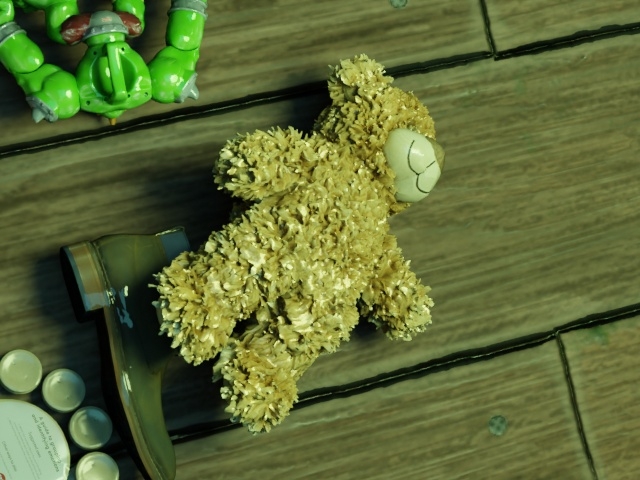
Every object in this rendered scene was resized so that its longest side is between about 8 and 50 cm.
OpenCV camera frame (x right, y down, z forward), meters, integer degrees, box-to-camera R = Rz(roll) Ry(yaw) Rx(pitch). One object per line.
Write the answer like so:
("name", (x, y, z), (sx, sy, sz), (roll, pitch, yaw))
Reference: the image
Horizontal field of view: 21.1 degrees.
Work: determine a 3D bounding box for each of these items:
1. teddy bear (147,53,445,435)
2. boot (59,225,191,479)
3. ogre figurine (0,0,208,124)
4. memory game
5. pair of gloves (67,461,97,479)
("teddy bear", (0.000, 0.000, 1.427), (0.338, 0.113, 0.245), (-33, 101, -32))
("boot", (-0.132, 0.094, 1.421), (0.106, 0.082, 0.219), (-18, 90, -18))
("ogre figurine", (-0.182, -0.161, 1.419), (0.197, 0.097, 0.118), (-5, 75, -31))
("memory game", (-0.254, 0.176, 1.385), (0.186, 0.012, 0.186), (7, 68, -17))
("pair of gloves", (-0.231, 0.321, 1.387), (0.204, 0.042, 0.240), (-19, 93, -21))
